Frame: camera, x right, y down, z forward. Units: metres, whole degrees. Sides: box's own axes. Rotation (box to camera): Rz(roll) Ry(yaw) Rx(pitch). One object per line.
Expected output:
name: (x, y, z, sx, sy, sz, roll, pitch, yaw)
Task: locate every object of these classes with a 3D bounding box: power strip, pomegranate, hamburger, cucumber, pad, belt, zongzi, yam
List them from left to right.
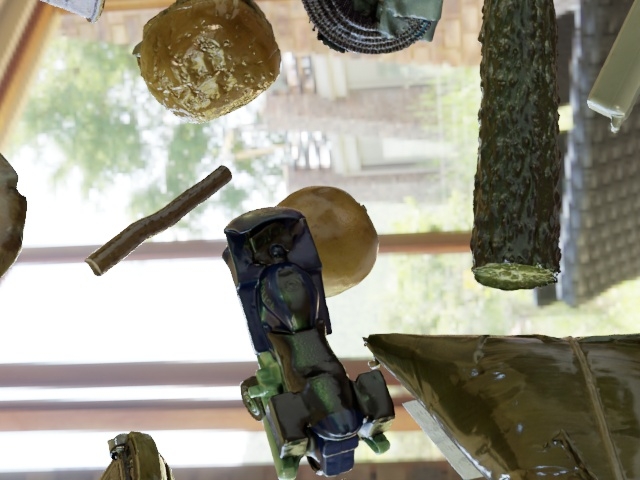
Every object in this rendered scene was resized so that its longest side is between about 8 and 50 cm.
yam: (-0.278, -0.040, 1.983, 0.327, 0.045, 0.045, -40, -7, -34)
hamburger: (-0.229, -0.375, 2.304, 0.259, 0.283, 0.144, 43, -152, -33)
pomegranate: (0.000, 0.000, 1.696, 0.196, 0.196, 0.196, -3, -90, -84)
belt: (0.093, -0.475, 1.920, 0.122, 0.260, 0.324, -74, -8, -57)
pad: (0.275, 0.352, 2.035, 0.265, 0.160, 0.009, 52, -148, -35)
cucumber: (0.202, -0.131, 1.184, 0.096, 0.096, 0.359, 69, -158, -71)
zongzi: (0.195, 0.243, 1.075, 0.447, 0.418, 0.181, -62, -27, -54)
power strip: (0.447, -0.308, 1.507, 0.338, 0.058, 0.098, -65, -14, 8)

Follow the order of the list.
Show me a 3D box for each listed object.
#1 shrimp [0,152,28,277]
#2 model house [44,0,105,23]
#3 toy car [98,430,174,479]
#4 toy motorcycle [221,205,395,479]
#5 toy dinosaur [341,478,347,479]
shrimp: (-0.431, -0.028, 0.938, 0.071, 0.365, 0.233, 112, 156, -57)
model house: (-0.432, -0.501, 1.907, 0.219, 0.229, 0.199, -43, -2, -41)
toy car: (-0.262, 0.371, 1.579, 0.256, 0.124, 0.101, -56, 38, 36)
toy motorcycle: (-0.034, 0.091, 1.210, 0.196, 0.125, 0.331, 100, 152, -53)
toy dinosaur: (0.104, 0.497, 1.568, 0.113, 0.207, 0.327, 73, -167, -72)
